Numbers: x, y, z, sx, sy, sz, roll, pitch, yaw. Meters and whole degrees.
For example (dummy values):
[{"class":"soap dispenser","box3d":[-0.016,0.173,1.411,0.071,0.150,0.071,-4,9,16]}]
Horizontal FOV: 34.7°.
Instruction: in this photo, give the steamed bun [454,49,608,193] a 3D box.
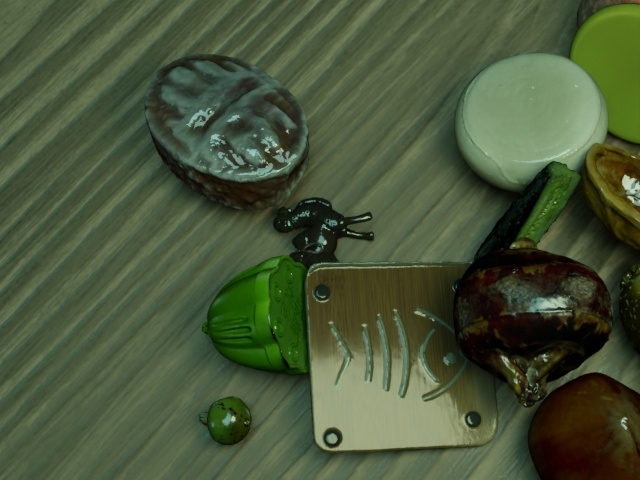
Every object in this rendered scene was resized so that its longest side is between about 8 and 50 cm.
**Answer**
[{"class":"steamed bun","box3d":[0.326,-0.172,1.590,0.232,0.145,0.231,-5,65,11]}]

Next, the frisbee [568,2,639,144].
[{"class":"frisbee","box3d":[0.477,-0.244,1.547,0.236,0.236,0.017,41,54,16]}]

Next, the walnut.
[{"class":"walnut","box3d":[0.454,-0.045,1.474,0.167,0.087,0.211,-18,54,-38]}]

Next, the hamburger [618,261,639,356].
[{"class":"hamburger","box3d":[0.502,0.121,1.459,0.122,0.189,0.215,-27,33,-8]}]

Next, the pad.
[{"class":"pad","box3d":[0.121,0.170,1.540,0.284,0.018,0.286,0,75,-10]}]

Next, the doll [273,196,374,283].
[{"class":"doll","box3d":[0.000,0.000,1.621,0.165,0.057,0.139,13,76,11]}]

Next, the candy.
[{"class":"candy","box3d":[-0.147,-0.172,1.637,0.290,0.157,0.214,37,66,22]}]

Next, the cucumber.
[{"class":"cucumber","box3d":[0.302,-0.036,1.523,0.078,0.211,0.062,-5,45,-34]}]

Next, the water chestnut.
[{"class":"water chestnut","box3d":[0.304,0.123,1.466,0.224,0.223,0.238,-6,57,4]}]

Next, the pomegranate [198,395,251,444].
[{"class":"pomegranate","box3d":[-0.144,0.277,1.550,0.084,0.073,0.073,-38,69,32]}]

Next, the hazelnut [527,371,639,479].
[{"class":"hazelnut","box3d":[0.392,0.278,1.417,0.208,0.208,0.208,-2,73,6]}]

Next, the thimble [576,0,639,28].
[{"class":"thimble","box3d":[0.536,-0.369,1.592,0.239,0.162,0.239,4,55,-6]}]

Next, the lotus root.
[{"class":"lotus root","box3d":[-0.107,0.123,1.551,0.186,0.186,0.186,-2,73,6]}]
